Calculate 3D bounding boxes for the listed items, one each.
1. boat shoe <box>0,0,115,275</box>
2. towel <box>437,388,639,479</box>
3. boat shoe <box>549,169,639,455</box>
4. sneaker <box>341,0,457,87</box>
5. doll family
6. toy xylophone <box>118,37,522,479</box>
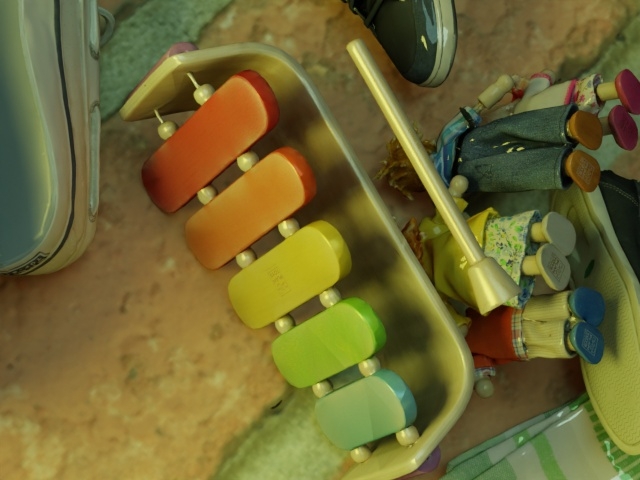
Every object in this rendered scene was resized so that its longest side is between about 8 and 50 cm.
[{"bbox_3d":[-0.199,-0.155,1.227,0.136,0.156,0.367,-11,83,14],"label":"boat shoe"},{"bbox_3d":[0.269,0.186,1.250,0.325,0.038,0.248,-29,79,-20],"label":"towel"},{"bbox_3d":[0.219,0.044,1.247,0.079,0.084,0.233,10,47,-19],"label":"boat shoe"},{"bbox_3d":[-0.004,-0.200,1.302,0.163,0.086,0.226,-8,61,-26],"label":"sneaker"},{"bbox_3d":[0.110,-0.029,1.238,0.118,0.163,0.263,36,59,-39],"label":"doll family"},{"bbox_3d":[0.000,0.000,1.163,0.081,0.236,0.322,-30,80,-29],"label":"toy xylophone"}]
